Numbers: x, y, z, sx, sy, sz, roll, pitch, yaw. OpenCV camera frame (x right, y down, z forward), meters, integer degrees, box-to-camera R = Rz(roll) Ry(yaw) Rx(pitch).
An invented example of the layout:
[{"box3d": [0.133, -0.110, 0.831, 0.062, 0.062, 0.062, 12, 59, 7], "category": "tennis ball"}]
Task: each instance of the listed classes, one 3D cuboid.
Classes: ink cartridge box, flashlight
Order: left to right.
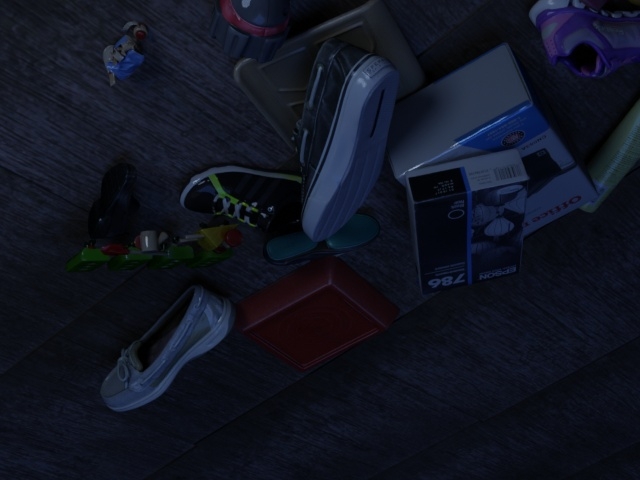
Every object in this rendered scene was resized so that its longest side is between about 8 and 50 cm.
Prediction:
[{"box3d": [-0.051, -0.356, 1.125, 0.103, 0.103, 0.304, 32, 137, 2], "category": "flashlight"}, {"box3d": [0.222, -0.005, 1.426, 0.165, 0.065, 0.332, -13, 149, 2], "category": "ink cartridge box"}, {"box3d": [0.261, -0.125, 1.436, 0.223, 0.129, 0.307, -29, 144, 19], "category": "ink cartridge box"}]

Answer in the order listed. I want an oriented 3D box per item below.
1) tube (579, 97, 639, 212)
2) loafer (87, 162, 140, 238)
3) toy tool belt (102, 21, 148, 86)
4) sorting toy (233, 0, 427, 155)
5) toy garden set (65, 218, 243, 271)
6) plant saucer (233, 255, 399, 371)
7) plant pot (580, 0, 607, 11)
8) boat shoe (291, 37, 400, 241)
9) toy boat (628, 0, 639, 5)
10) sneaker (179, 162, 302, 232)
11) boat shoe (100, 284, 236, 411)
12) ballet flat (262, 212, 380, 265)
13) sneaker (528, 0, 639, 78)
[{"box3d": [0.501, -0.151, 1.554, 0.070, 0.062, 0.240, -35, 161, -53], "category": "tube"}, {"box3d": [-0.308, -0.061, 1.449, 0.061, 0.062, 0.170, 4, 148, -29], "category": "loafer"}, {"box3d": [-0.256, -0.245, 1.249, 0.052, 0.051, 0.083, 26, 127, -37], "category": "toy tool belt"}, {"box3d": [0.038, -0.214, 1.375, 0.229, 0.041, 0.307, -24, 145, 14], "category": "sorting toy"}, {"box3d": [-0.254, 0.006, 1.469, 0.244, 0.049, 0.204, -1, 169, -29], "category": "toy garden set"}, {"box3d": [-0.013, 0.154, 1.781, 0.259, 0.047, 0.258, -30, 137, 19], "category": "plant saucer"}, {"box3d": [0.306, -0.403, 1.115, 0.201, 0.201, 0.180, 22, 113, -34], "category": "plant pot"}, {"box3d": [0.021, -0.143, 1.339, 0.121, 0.119, 0.335, -30, 151, -39], "category": "boat shoe"}, {"box3d": [0.537, -0.356, 1.196, 0.318, 0.267, 0.148, -6, 177, 30], "category": "toy boat"}, {"box3d": [-0.101, -0.060, 1.468, 0.235, 0.097, 0.084, -2, 139, -11], "category": "sneaker"}, {"box3d": [-0.296, 0.195, 1.710, 0.320, 0.118, 0.103, -37, 128, 21], "category": "boat shoe"}, {"box3d": [0.000, 0.000, 1.596, 0.203, 0.074, 0.074, -14, 140, -7], "category": "ballet flat"}, {"box3d": [0.405, -0.273, 1.330, 0.236, 0.104, 0.095, 8, 156, -21], "category": "sneaker"}]
